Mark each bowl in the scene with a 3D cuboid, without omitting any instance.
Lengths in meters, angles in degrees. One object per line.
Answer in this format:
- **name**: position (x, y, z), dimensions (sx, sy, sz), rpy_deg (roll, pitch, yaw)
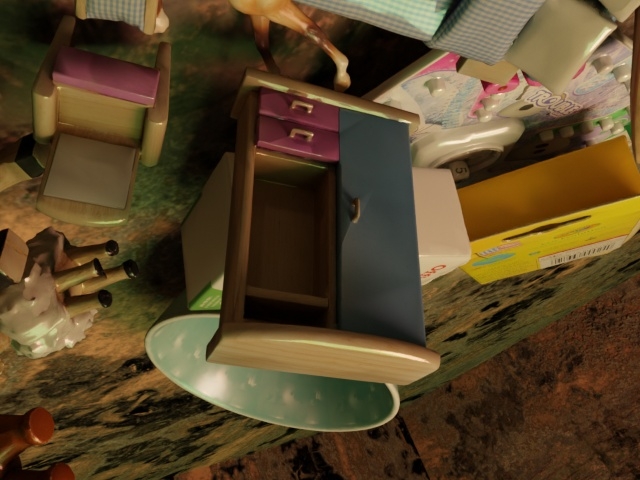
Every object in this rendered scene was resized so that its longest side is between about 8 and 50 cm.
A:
- **bowl**: position (-0.043, 0.106, 0.748), dimensions (0.311, 0.163, 0.312), rpy_deg (11, 146, 7)

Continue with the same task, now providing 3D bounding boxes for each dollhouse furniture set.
- **dollhouse furniture set**: position (0.004, -0.079, 0.282), dimensions (0.286, 0.198, 0.303), rpy_deg (11, 149, -18)

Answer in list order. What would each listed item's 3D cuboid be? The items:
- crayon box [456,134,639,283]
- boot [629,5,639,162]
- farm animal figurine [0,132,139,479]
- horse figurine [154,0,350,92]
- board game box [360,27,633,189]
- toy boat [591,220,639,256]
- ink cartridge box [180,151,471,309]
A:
- **crayon box**: position (0.257, -0.024, 0.697), dimensions (0.202, 0.081, 0.318), rpy_deg (-17, 166, 17)
- **boot**: position (0.324, -0.187, 0.374), dimensions (0.211, 0.296, 0.104), rpy_deg (8, -159, 20)
- **farm animal figurine**: position (-0.266, 0.005, 0.290), dimensions (0.172, 0.327, 0.331), rpy_deg (-19, 119, 10)
- **horse figurine**: position (0.009, -0.179, 0.372), dimensions (0.263, 0.066, 0.174), rpy_deg (-18, 142, 27)
- **board game box**: position (0.158, -0.085, 0.647), dimensions (0.389, 0.051, 0.389), rpy_deg (2, 160, -45)
- **toy boat**: position (0.508, -0.088, 0.999), dimensions (0.318, 0.148, 0.267), rpy_deg (-24, 152, 19)
- **ink cartridge box**: position (0.000, 0.000, 0.545), dimensions (0.219, 0.093, 0.160), rpy_deg (0, 160, -27)
